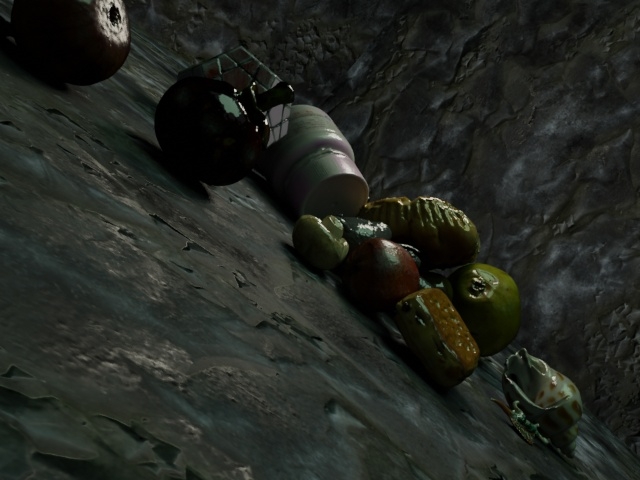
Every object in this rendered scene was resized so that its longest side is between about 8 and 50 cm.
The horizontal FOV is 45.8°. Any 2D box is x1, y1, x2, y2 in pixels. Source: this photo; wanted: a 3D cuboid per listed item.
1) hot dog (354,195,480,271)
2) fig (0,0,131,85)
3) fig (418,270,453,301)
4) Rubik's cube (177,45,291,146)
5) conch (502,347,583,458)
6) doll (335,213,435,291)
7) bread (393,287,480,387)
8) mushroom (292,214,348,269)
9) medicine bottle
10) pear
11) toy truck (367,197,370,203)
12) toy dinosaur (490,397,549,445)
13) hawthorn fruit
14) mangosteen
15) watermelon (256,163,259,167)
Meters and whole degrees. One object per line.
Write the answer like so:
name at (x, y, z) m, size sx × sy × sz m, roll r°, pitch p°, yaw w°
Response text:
hot dog at (0.259, -0.007, 2.067) m, size 0.367 × 0.196 × 0.365 m, roll -1°, pitch -14°, yaw 9°
fig at (-0.465, -0.406, 1.410) m, size 0.214 × 0.235 × 0.235 m, roll -4°, pitch -27°, yaw 43°
fig at (0.234, 0.115, 2.031) m, size 0.259 × 0.151 × 0.151 m, roll 37°, pitch 8°, yaw 3°
Rubik's cube at (-0.230, -0.357, 1.993) m, size 0.319 × 0.319 × 0.264 m, roll 35°, pitch 35°, yaw -32°
conch at (0.570, 0.415, 1.926) m, size 0.275 × 0.183 × 0.149 m, roll 55°, pitch -27°, yaw 36°
doll at (0.156, 0.047, 1.873) m, size 0.340 × 0.158 × 0.246 m, roll 29°, pitch -22°, yaw -5°
bread at (0.247, 0.207, 1.620) m, size 0.210 × 0.099 × 0.235 m, roll 59°, pitch 20°, yaw 11°
mushroom at (0.000, 0.000, 1.679) m, size 0.148 × 0.112 × 0.148 m, roll 40°, pitch 17°, yaw -15°
medicine bottle at (-0.023, -0.202, 2.136) m, size 0.256 × 0.256 × 0.325 m, roll 32°, pitch 19°, yaw -46°
pear at (0.464, 0.204, 2.219) m, size 0.269 × 0.269 × 0.321 m, roll 44°, pitch -6°, yaw 25°
toy truck at (0.033, -0.106, 2.349) m, size 0.224 × 0.147 × 0.165 m, roll 39°, pitch 31°, yaw 10°
toy dinosaur at (0.468, 0.430, 1.771) m, size 0.187 × 0.044 × 0.106 m, roll 33°, pitch 26°, yaw -46°
hawthorn fruit at (0.139, 0.082, 1.691) m, size 0.173 × 0.173 × 0.173 m, roll 39°, pitch 8°, yaw -7°
mangosteen at (-0.192, -0.246, 1.533) m, size 0.231 × 0.289 × 0.231 m, roll 50°, pitch -3°, yaw 4°
watermelon at (-0.172, -0.291, 2.377) m, size 0.232 × 0.127 × 0.204 m, roll 38°, pitch 1°, yaw -41°
